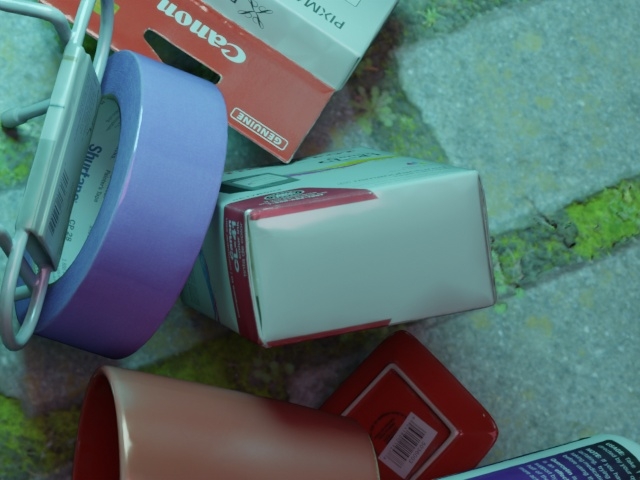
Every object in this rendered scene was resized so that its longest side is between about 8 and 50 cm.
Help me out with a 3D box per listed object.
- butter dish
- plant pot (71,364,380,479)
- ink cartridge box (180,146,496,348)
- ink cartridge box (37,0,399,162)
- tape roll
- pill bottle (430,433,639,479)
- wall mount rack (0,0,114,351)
[{"bbox_3d":[0.090,0.197,1.920,0.160,0.118,0.160,-47,60,6],"label":"butter dish"},{"bbox_3d":[-0.087,0.252,1.780,0.243,0.275,0.275,5,73,-15],"label":"plant pot"},{"bbox_3d":[0.000,0.000,1.838,0.226,0.306,0.131,-11,101,-17],"label":"ink cartridge box"},{"bbox_3d":[-0.092,-0.247,1.980,0.296,0.066,0.261,33,45,-2],"label":"ink cartridge box"},{"bbox_3d":[-0.187,-0.033,1.828,0.090,0.275,0.274,19,70,-24],"label":"tape roll"},{"bbox_3d":[0.210,0.283,1.813,0.323,0.181,0.181,-11,77,-28],"label":"pill bottle"},{"bbox_3d":[-0.279,-0.064,1.796,0.130,0.304,0.350,11,72,5],"label":"wall mount rack"}]
